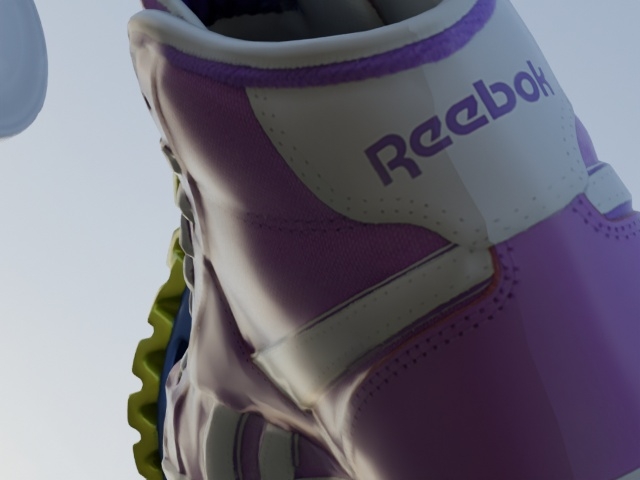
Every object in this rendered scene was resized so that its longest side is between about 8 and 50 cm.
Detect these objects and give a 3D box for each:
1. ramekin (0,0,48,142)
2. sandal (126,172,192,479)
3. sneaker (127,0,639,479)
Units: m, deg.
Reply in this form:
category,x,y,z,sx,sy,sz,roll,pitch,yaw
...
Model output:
category,x,y,z,sx,sy,sz,roll,pitch,yaw
ramekin,-0.386,-0.200,1.578,0.127,0.273,0.273,-22,-72,25
sandal,-0.004,0.027,0.779,0.138,0.126,0.318,6,-82,44
sneaker,0.001,-0.001,0.443,0.161,0.102,0.282,62,-21,-4
